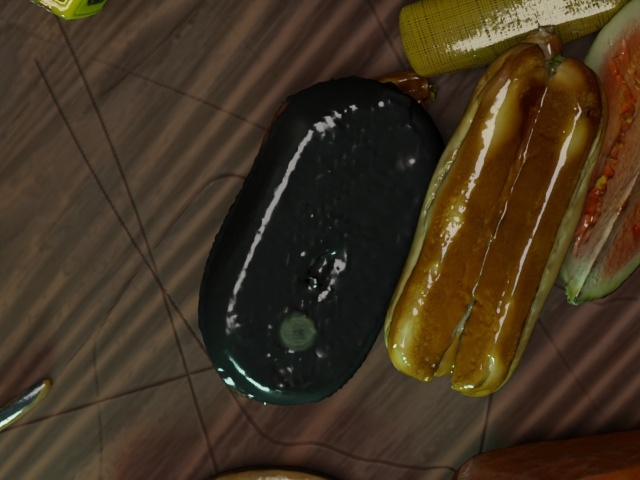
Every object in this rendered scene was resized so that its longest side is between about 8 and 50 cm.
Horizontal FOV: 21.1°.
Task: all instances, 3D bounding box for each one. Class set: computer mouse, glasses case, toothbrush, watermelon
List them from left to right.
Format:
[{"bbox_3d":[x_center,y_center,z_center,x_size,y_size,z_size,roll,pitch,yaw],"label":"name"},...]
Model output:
[{"bbox_3d":[-0.389,0.239,1.747,0.321,0.023,0.031,-38,96,13],"label":"toothbrush"},{"bbox_3d":[-0.002,-0.001,1.590,0.183,0.116,0.323,22,101,-22],"label":"computer mouse"},{"bbox_3d":[0.188,-0.209,1.560,0.234,0.064,0.079,-16,94,11],"label":"glasses case"},{"bbox_3d":[0.273,-0.108,1.534,0.128,0.159,0.303,32,116,27],"label":"watermelon"}]

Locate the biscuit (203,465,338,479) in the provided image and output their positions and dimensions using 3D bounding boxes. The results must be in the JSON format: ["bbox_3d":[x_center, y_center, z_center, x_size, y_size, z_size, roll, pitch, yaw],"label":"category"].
[{"bbox_3d":[-0.076,0.414,1.711,0.365,0.062,0.385,-5,99,10],"label":"biscuit"}]

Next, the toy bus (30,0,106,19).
[{"bbox_3d":[-0.188,-0.369,1.549,0.152,0.144,0.330,33,104,2],"label":"toy bus"}]

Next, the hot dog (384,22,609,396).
[{"bbox_3d":[0.160,-0.026,1.522,0.135,0.100,0.337,19,104,5],"label":"hot dog"}]

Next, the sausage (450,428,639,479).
[{"bbox_3d":[0.240,0.259,1.589,0.268,0.153,0.141,-10,107,12],"label":"sausage"}]

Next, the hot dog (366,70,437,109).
[{"bbox_3d":[0.051,-0.128,1.612,0.122,0.037,0.049,-13,86,7],"label":"hot dog"}]
